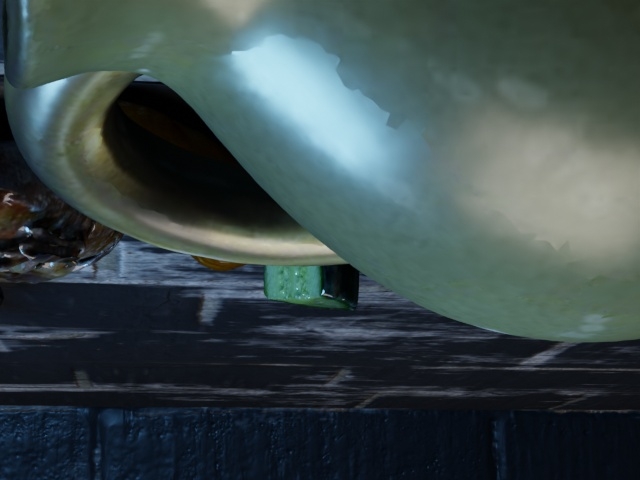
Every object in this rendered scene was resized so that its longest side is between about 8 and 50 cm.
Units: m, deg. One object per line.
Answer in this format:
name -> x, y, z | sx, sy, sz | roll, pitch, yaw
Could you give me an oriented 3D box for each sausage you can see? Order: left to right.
sausage -> -0.101, -0.036, 0.972 | 0.103, 0.076, 0.302 | -4, 166, 12

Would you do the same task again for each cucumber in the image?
cucumber -> 0.000, 0.000, 1.073 | 0.062, 0.115, 0.116 | 6, 173, -27

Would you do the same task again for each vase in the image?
vase -> 0.012, -0.080, 0.424 | 0.302, 0.241, 0.329 | 15, 145, -27

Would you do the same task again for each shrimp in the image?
shrimp -> -0.246, -0.029, 0.913 | 0.145, 0.116, 0.343 | -12, 167, 14

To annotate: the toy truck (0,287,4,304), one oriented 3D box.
toy truck -> -0.463, 0.096, 1.411 | 0.165, 0.147, 0.224 | 28, 155, -15
